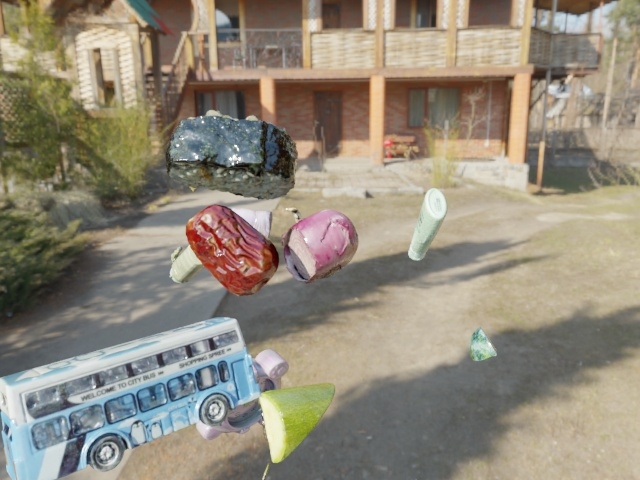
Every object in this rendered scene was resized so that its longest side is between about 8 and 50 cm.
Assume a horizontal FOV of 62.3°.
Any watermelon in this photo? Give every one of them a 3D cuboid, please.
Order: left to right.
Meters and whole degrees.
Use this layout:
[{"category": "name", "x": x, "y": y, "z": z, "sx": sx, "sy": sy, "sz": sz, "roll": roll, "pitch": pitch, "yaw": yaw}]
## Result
[{"category": "watermelon", "x": 0.400, "y": 0.252, "z": 1.286, "sx": 0.061, "sy": 0.085, "sz": 0.085, "roll": 16, "pitch": 6, "yaw": -23}]

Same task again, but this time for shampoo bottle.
[{"category": "shampoo bottle", "x": 0.206, "y": -0.021, "z": 1.037, "sx": 0.041, "sy": 0.069, "sz": 0.191, "roll": -5, "pitch": -30, "yaw": -5}]

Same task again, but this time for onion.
[{"category": "onion", "x": 0.007, "y": 0.011, "z": 1.346, "sx": 0.200, "sy": 0.207, "sz": 0.200, "roll": 6, "pitch": 38, "yaw": -5}]

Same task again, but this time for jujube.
[{"category": "jujube", "x": -0.203, "y": 0.019, "z": 1.226, "sx": 0.155, "sy": 0.230, "sz": 0.155, "roll": -40, "pitch": 11, "yaw": 9}]

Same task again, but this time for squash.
[{"category": "squash", "x": -0.024, "y": 0.447, "z": 1.347, "sx": 0.252, "sy": 0.169, "sz": 0.093, "roll": 6, "pitch": -30, "yaw": -44}]

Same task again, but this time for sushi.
[{"category": "sushi", "x": -0.230, "y": -0.222, "z": 1.404, "sx": 0.350, "sy": 0.171, "sz": 0.211, "roll": 7, "pitch": -20, "yaw": -9}]

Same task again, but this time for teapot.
[{"category": "teapot", "x": -0.426, "y": 0.062, "z": 1.693, "sx": 0.077, "sy": 0.107, "sz": 0.200, "roll": -25, "pitch": -7, "yaw": -41}]

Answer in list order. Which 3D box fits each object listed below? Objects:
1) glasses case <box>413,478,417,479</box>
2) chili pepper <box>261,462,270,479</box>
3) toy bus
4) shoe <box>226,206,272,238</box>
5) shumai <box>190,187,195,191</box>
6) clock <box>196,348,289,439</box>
[{"category": "glasses case", "x": 0.272, "y": 0.722, "z": 1.527, "sx": 0.033, "sy": 0.083, "sz": 0.023, "roll": -37, "pitch": 45, "yaw": -28}, {"category": "chili pepper", "x": -0.164, "y": 0.672, "z": 1.264, "sx": 0.063, "sy": 0.272, "sz": 0.071, "roll": 7, "pitch": -20, "yaw": 20}, {"category": "toy bus", "x": -0.230, "y": 0.192, "z": 0.665, "sx": 0.297, "sy": 0.131, "sz": 0.106, "roll": -13, "pitch": 1, "yaw": -38}, {"category": "shoe", "x": -0.220, "y": 0.022, "z": 1.431, "sx": 0.137, "sy": 0.245, "sz": 0.095, "roll": 16, "pitch": 18, "yaw": -6}, {"category": "shumai", "x": -0.438, "y": -0.252, "z": 1.841, "sx": 0.123, "sy": 0.139, "sz": 0.105, "roll": -38, "pitch": -7, "yaw": -16}, {"category": "clock", "x": -0.276, "y": 0.550, "z": 1.872, "sx": 0.322, "sy": 0.296, "sz": 0.113, "roll": -10, "pitch": 31, "yaw": -40}]
